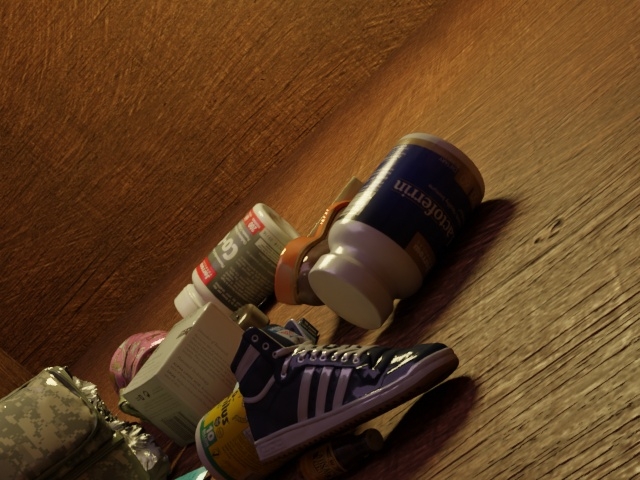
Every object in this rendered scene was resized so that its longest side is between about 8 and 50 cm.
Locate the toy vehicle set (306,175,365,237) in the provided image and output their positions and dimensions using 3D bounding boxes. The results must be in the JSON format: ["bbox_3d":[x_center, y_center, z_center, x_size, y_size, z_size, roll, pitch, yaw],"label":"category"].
[{"bbox_3d":[0.000,0.000,1.897,0.166,0.035,0.267,-53,-2,-26],"label":"toy vehicle set"}]

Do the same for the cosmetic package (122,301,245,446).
[{"bbox_3d":[-0.221,0.239,1.768,0.151,0.151,0.183,-32,19,50],"label":"cosmetic package"}]

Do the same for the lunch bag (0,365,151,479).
[{"bbox_3d":[-0.461,0.370,1.549,0.305,0.256,0.212,-36,1,-34],"label":"lunch bag"}]

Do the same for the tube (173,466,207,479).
[{"bbox_3d":[-0.253,0.413,1.573,0.207,0.052,0.080,-35,18,33],"label":"tube"}]

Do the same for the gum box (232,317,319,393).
[{"bbox_3d":[-0.082,0.224,1.588,0.157,0.041,0.184,-42,13,25],"label":"gum box"}]

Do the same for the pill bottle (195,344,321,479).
[{"bbox_3d":[-0.059,0.227,1.295,0.208,0.117,0.117,-41,13,29],"label":"pill bottle"}]

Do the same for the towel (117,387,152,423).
[{"bbox_3d":[-0.304,0.315,1.846,0.110,0.148,0.027,-143,76,-77],"label":"towel"}]

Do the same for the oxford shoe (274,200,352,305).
[{"bbox_3d":[0.051,0.027,1.654,0.364,0.133,0.130,-44,-41,-60],"label":"oxford shoe"}]

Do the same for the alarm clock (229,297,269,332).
[{"bbox_3d":[-0.158,0.175,2.003,0.129,0.064,0.192,-38,12,42],"label":"alarm clock"}]

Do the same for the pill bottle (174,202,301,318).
[{"bbox_3d":[-0.170,0.073,2.128,0.283,0.161,0.161,-46,11,7],"label":"pill bottle"}]

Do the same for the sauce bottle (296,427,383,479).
[{"bbox_3d":[0.022,0.243,1.131,0.128,0.042,0.042,-39,14,44],"label":"sauce bottle"}]

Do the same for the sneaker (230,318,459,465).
[{"bbox_3d":[0.012,0.139,1.134,0.282,0.153,0.099,-31,-15,29],"label":"sneaker"}]

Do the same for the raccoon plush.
[{"bbox_3d":[-0.428,0.467,1.893,0.216,0.299,0.446,-36,38,-25],"label":"raccoon plush"}]

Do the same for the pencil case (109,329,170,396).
[{"bbox_3d":[-0.345,0.277,2.096,0.160,0.167,0.386,-21,1,-20],"label":"pencil case"}]

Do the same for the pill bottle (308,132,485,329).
[{"bbox_3d":[0.106,-0.013,1.413,0.264,0.153,0.153,-53,12,-22],"label":"pill bottle"}]
